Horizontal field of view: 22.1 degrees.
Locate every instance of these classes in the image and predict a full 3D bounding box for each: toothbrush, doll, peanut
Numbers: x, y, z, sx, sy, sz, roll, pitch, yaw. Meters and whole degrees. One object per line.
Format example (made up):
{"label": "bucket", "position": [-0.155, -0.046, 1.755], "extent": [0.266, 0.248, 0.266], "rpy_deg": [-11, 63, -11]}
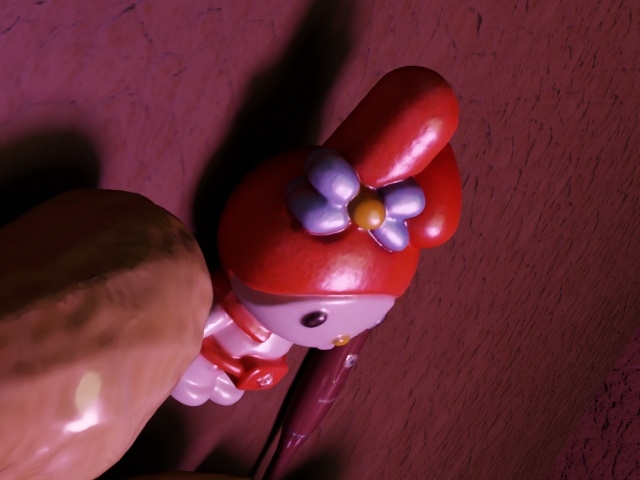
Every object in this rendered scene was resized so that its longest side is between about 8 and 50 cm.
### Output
{"label": "toothbrush", "position": [0.003, 0.121, 1.448], "extent": [0.041, 0.041, 0.364], "rpy_deg": [-19, 140, -59]}
{"label": "doll", "position": [0.000, 0.000, 1.104], "extent": [0.290, 0.130, 0.161], "rpy_deg": [-46, 151, 22]}
{"label": "peanut", "position": [-0.169, 0.074, 0.831], "extent": [0.319, 0.147, 0.147], "rpy_deg": [-34, 152, -51]}

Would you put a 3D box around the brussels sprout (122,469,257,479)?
{"label": "brussels sprout", "position": [-0.085, 0.309, 1.208], "extent": [0.259, 0.294, 0.227], "rpy_deg": [-47, 172, -13]}
